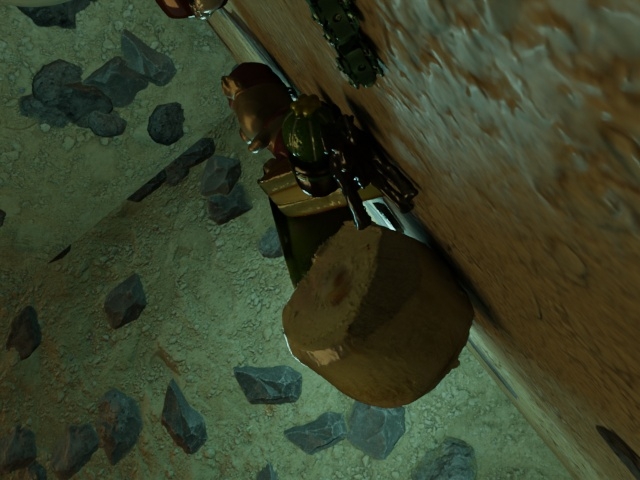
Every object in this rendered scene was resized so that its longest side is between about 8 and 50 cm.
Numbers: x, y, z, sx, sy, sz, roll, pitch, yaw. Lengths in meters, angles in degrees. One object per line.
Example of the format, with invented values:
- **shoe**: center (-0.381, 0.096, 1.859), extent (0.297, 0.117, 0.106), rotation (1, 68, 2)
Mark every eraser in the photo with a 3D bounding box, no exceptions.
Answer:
- **eraser**: center (0.144, -0.048, 1.129), extent (0.099, 0.019, 0.027), rotation (50, 170, -31)

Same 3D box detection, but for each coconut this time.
- **coconut**: center (0.104, 0.131, 0.906), extent (0.254, 0.297, 0.297), rotation (33, -168, -29)

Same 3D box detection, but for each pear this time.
- **pear**: center (0.004, 0.003, 1.236), extent (0.399, 0.165, 0.399), rotation (164, 90, -90)

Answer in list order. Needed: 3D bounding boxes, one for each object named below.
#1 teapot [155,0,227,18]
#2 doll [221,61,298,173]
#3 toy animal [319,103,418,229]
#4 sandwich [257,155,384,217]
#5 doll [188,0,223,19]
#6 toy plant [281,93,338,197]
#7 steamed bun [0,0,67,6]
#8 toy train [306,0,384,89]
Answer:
- **teapot**: center (-0.180, -0.371, 0.735), extent (0.173, 0.116, 0.116), rotation (21, 163, 37)
- **doll**: center (-0.098, -0.248, 1.117), extent (0.256, 0.152, 0.196), rotation (53, -179, 11)
- **toy animal**: center (0.054, -0.094, 0.685), extent (0.148, 0.084, 0.232), rotation (65, -174, 5)
- **sandwich**: center (-0.003, -0.096, 0.963), extent (0.117, 0.187, 0.144), rotation (49, -170, -32)
- **doll**: center (-0.109, -0.253, 0.434), extent (0.149, 0.095, 0.192), rotation (44, -176, -20)
- **toy plant**: center (-0.009, -0.147, 0.817), extent (0.093, 0.092, 0.162), rotation (54, 164, 38)
- **steamed bun**: center (-0.343, -0.376, 0.510), extent (0.324, 0.206, 0.324), rotation (55, -170, -14)
- **toy train**: center (0.014, -0.145, 0.376), extent (0.092, 0.029, 0.045), rotation (46, -166, -53)
